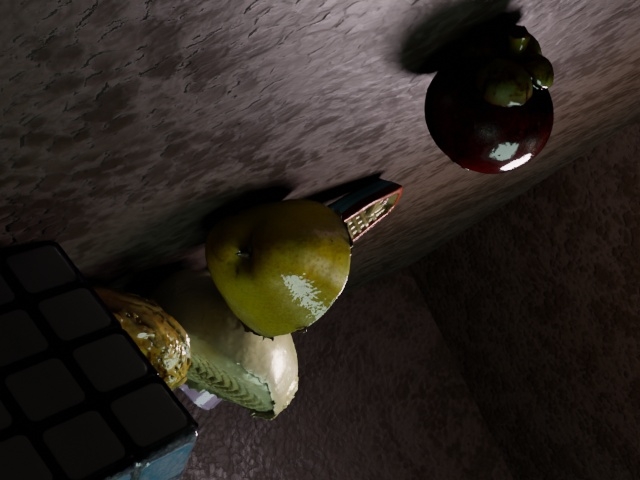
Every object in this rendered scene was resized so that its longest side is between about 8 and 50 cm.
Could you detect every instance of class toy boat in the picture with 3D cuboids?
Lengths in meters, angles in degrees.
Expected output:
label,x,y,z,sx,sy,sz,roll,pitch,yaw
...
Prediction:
label,x,y,z,sx,sy,sz,roll,pitch,yaw
toy boat,0.000,0.000,1.517,0.392,0.079,0.136,-34,160,-28

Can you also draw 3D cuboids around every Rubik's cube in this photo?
label,x,y,z,sx,sy,sz,roll,pitch,yaw
Rubik's cube,-0.397,0.262,0.957,0.337,0.344,0.344,-22,145,-40

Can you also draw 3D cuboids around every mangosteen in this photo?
label,x,y,z,sx,sy,sz,roll,pitch,yaw
mangosteen,0.225,-0.185,1.046,0.200,0.200,0.200,-25,172,-4

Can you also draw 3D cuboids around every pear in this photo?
label,x,y,z,sx,sy,sz,roll,pitch,yaw
pear,-0.099,0.020,1.307,0.267,0.267,0.178,-30,143,27

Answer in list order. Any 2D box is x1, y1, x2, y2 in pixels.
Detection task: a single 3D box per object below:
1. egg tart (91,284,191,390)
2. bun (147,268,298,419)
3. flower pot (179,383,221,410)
label,x,y,z,sx,sy,sz,roll,pitch,yaw
egg tart,-0.339,0.158,1.356,0.297,0.297,0.132,-32,-149,37
bun,-0.186,0.178,1.571,0.202,0.364,0.364,-58,-175,-23
flower pot,-0.257,0.254,2.026,0.243,0.265,0.265,-36,172,-2
